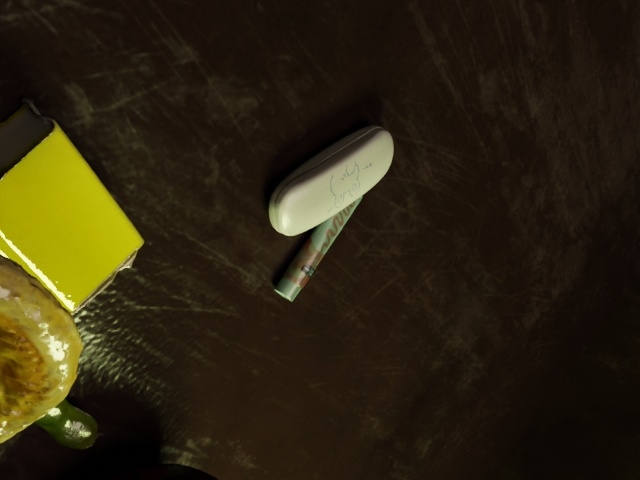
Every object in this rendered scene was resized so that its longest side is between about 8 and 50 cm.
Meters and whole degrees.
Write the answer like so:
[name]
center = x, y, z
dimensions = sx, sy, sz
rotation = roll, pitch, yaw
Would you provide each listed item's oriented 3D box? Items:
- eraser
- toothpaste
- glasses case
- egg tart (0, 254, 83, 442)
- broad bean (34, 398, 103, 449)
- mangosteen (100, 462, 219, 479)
[eraser]
center = -0.300, -0.016, 0.961
dimensions = 0.158, 0.069, 0.226
rotation = -48, 145, -17
[toothpaste]
center = 0.000, 0.000, 1.387
dimensions = 0.205, 0.036, 0.056
rotation = -56, 145, -8
[glasses case]
center = 0.019, -0.089, 1.311
dimensions = 0.233, 0.059, 0.092
rotation = -33, 141, -29
[egg tart]
center = -0.381, 0.087, 0.851
dimensions = 0.318, 0.128, 0.319
rotation = -9, 138, -8
[broad bean]
center = -0.346, 0.198, 1.096
dimensions = 0.052, 0.053, 0.256
rotation = -19, 146, 11
[mangosteen]
center = -0.213, 0.485, 1.240
dimensions = 0.306, 0.360, 0.306
rotation = -28, 173, -4
